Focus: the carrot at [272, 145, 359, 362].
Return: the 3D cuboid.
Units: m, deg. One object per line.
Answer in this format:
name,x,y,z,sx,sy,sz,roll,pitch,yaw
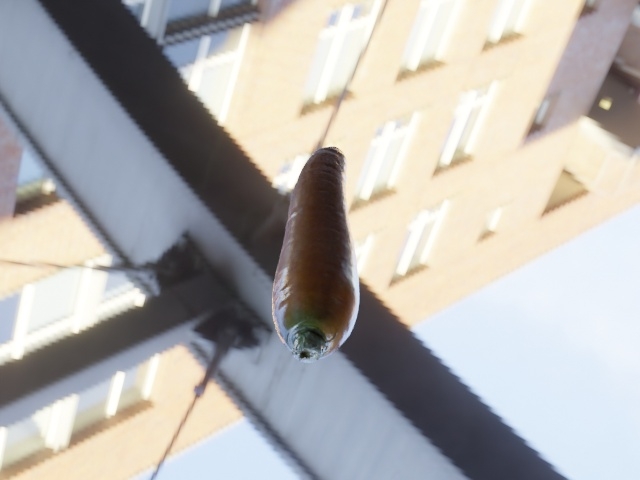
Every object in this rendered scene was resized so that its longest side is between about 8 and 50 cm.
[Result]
carrot,0.000,0.000,0.587,0.035,0.035,0.142,13,-140,-7
